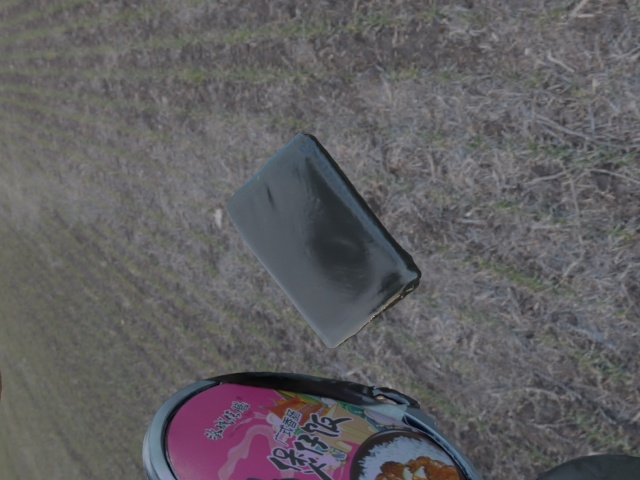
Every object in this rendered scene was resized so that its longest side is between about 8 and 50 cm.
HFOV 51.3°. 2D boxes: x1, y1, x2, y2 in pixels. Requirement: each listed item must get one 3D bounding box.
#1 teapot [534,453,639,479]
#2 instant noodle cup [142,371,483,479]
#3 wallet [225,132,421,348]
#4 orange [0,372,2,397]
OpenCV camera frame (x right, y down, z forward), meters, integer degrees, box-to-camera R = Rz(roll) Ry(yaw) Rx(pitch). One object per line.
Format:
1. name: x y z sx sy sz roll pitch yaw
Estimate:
1. teapot: 0.213 0.312 0.556 0.270 0.200 0.337 27 146 33
2. instant noodle cup: -0.020 0.239 0.511 0.258 0.302 0.181 25 107 38
3. wallet: 0.000 0.000 0.854 0.168 0.052 0.245 -40 83 20
4. orange: -0.346 0.113 0.456 0.171 0.240 0.240 46 137 29
